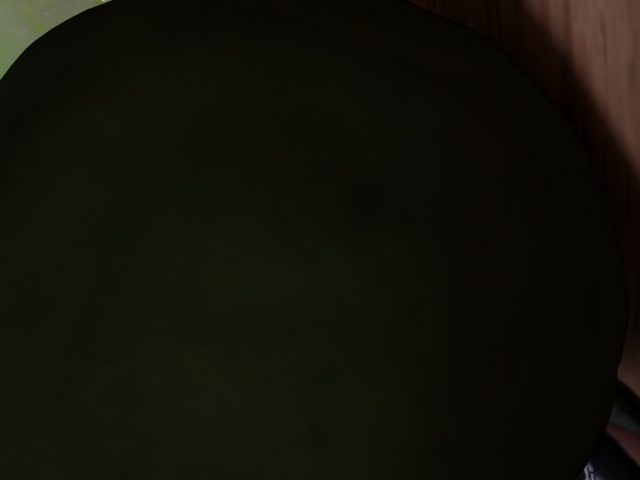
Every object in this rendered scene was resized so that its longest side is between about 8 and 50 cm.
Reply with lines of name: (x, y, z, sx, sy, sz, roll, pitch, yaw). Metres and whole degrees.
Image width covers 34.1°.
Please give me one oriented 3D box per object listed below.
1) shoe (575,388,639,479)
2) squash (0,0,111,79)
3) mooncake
shoe: (0.133, 0.145, 0.691, 0.291, 0.137, 0.114, 47, 164, 35)
squash: (-0.308, -0.283, 1.149, 0.384, 0.263, 0.263, 36, 154, 61)
mooncake: (-0.026, 0.038, 0.565, 0.356, 0.356, 0.194, 60, 172, -3)
